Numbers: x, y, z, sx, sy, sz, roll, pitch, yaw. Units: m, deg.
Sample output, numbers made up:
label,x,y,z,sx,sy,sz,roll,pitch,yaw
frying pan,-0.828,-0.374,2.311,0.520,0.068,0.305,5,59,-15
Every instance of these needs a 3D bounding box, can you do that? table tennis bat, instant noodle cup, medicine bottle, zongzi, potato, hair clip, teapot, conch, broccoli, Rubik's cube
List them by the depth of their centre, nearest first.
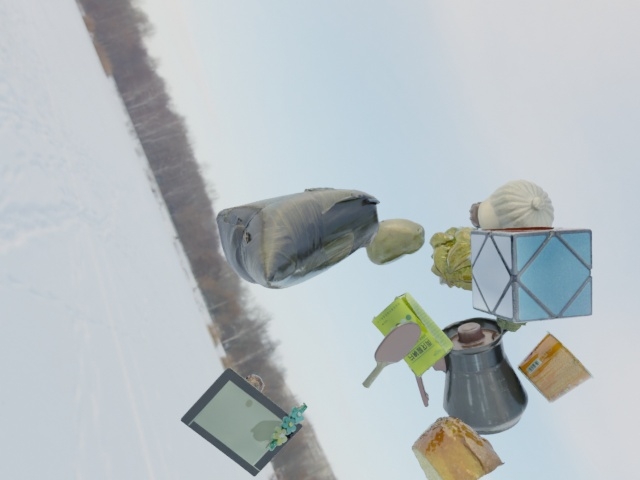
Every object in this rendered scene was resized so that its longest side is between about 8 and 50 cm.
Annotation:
label,x,y,z,sx,sy,sz,roll,pitch,yaw
zongzi,0.000,0.000,1.353,0.432,0.403,0.208,-153,-128,-69
Rubik's cube,0.490,0.074,1.421,0.207,0.205,0.205,-167,-106,-75
hair clip,-0.084,0.476,1.567,0.049,0.173,0.049,13,-61,23
table tennis bat,0.197,0.328,1.733,0.138,0.246,0.022,20,22,-42
broccoli,0.626,0.234,1.948,0.130,0.120,0.131,128,-29,-49
potato,0.243,0.001,1.949,0.157,0.194,0.157,28,57,-55
medicine bottle,0.305,0.309,1.998,0.250,0.137,0.141,49,18,13
instant noodle cup,0.799,0.444,2.082,0.216,0.172,0.216,46,6,-7
teapot,0.529,0.477,2.158,0.305,0.376,0.362,-61,138,-74
conch,-0.293,0.648,2.715,0.086,0.080,0.233,62,1,22

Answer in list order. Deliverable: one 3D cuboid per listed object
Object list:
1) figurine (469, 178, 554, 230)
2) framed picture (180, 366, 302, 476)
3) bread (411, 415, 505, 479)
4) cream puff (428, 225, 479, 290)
label,x,y,z,sx,sy,sz,roll,pitch,yaw
figurine,0.544,-0.079,1.730,0.185,0.204,0.332,43,12,1
framed picture,-0.274,0.636,2.102,0.347,0.265,0.016,40,6,-10
bread,0.258,0.422,1.201,0.134,0.129,0.260,55,-10,21
cream puff,0.650,0.106,2.761,0.378,0.275,0.378,32,-11,7
